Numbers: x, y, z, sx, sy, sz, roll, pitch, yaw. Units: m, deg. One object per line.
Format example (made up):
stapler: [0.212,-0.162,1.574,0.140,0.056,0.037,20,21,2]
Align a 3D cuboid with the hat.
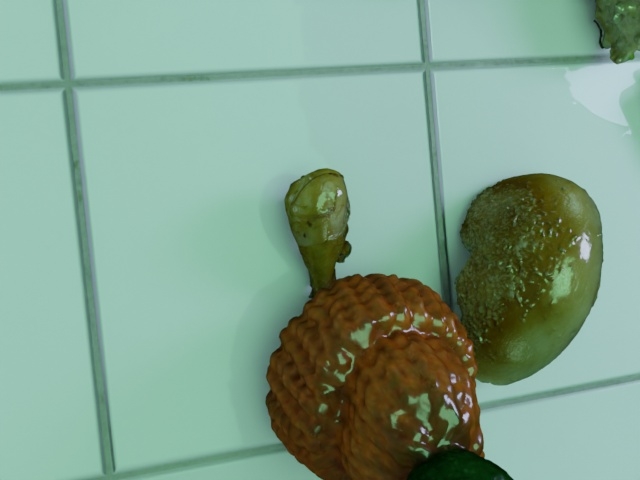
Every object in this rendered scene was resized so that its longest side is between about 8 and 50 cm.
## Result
hat: [0.085,0.212,1.142,0.285,0.400,0.285,-3,105,-12]

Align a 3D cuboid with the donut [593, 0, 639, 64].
donut: [0.378,-0.449,1.371,0.371,0.150,0.307,22,80,-21]

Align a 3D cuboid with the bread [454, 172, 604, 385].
bread: [0.285,0.049,1.329,0.171,0.192,0.314,24,83,-21]

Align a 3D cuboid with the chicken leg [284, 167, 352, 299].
chicken leg: [0.000,0.001,1.284,0.085,0.101,0.208,-12,116,-16]
